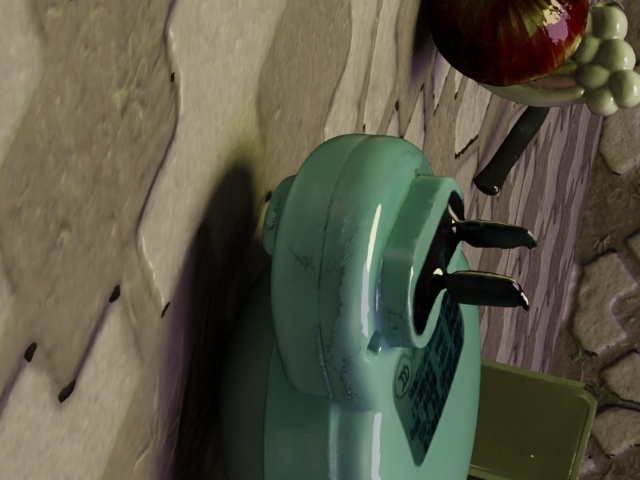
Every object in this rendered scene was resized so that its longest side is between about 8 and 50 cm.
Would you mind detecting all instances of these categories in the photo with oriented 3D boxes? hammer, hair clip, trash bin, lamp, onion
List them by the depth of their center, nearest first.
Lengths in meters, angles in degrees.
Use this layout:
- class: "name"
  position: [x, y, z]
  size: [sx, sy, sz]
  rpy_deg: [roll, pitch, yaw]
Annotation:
- class: "lamp"
  position: [0.023, 0.069, 1.017]
  size: [0.284, 0.147, 0.209]
  rpy_deg: [102, 7, -47]
- class: "onion"
  position: [0.133, -0.164, 1.376]
  size: [0.118, 0.117, 0.119]
  rpy_deg: [-29, 131, -40]
- class: "hair clip"
  position: [0.166, -0.190, 1.459]
  size: [0.054, 0.140, 0.220]
  rpy_deg: [35, 45, -66]
- class: "trash bin"
  position: [0.170, 0.228, 1.857]
  size: [0.240, 0.164, 0.122]
  rpy_deg: [88, 19, -60]
- class: "hammer"
  position: [0.210, -0.128, 1.886]
  size: [0.246, 0.103, 0.029]
  rpy_deg: [-50, 154, -37]
